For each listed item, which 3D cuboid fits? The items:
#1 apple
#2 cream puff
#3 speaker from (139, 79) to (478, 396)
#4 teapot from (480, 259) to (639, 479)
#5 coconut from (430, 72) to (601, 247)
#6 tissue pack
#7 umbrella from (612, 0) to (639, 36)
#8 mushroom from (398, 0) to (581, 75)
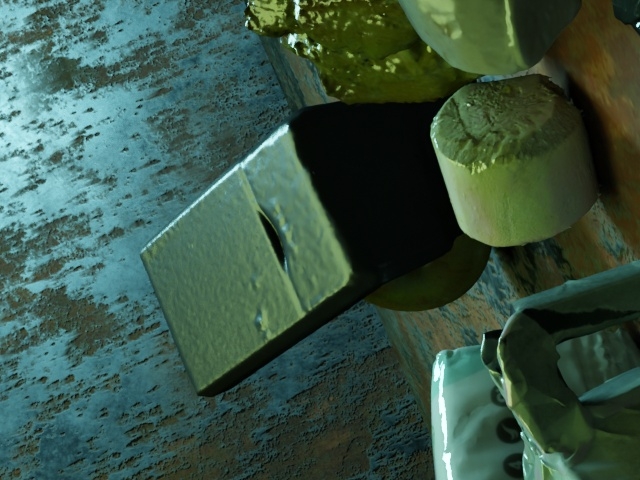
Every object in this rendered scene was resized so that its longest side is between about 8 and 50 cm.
[{"bbox_3d":[0.093,-0.012,1.420,0.155,0.183,0.182,-89,-19,-59],"label":"apple"},{"bbox_3d":[0.045,-0.208,0.963,0.244,0.196,0.244,28,-124,-53],"label":"cream puff"},{"bbox_3d":[0.000,0.000,1.297,0.388,0.184,0.180,-36,74,50],"label":"speaker"},{"bbox_3d":[0.204,0.118,0.740,0.221,0.178,0.163,58,173,21],"label":"teapot"},{"bbox_3d":[0.145,-0.052,0.986,0.116,0.116,0.122,-118,4,-50],"label":"coconut"},{"bbox_3d":[0.200,0.286,1.047,0.266,0.194,0.356,73,-171,-46],"label":"tissue pack"},{"bbox_3d":[0.183,-0.092,0.626,0.066,0.059,0.235,101,148,-52],"label":"umbrella"},{"bbox_3d":[0.062,-0.263,0.748,0.128,0.128,0.350,-148,37,-83],"label":"mushroom"}]
